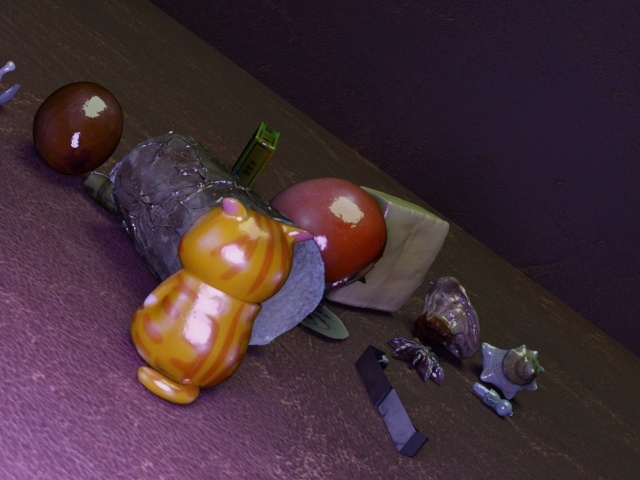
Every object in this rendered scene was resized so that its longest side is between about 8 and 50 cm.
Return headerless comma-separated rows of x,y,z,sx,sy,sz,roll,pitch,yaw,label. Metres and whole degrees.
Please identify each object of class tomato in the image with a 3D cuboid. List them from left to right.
0.000,0.000,1.785,0.256,0.256,0.224,3,58,-64,tomato

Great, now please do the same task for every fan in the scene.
-0.047,0.138,1.739,0.191,0.009,0.329,35,12,10,fan

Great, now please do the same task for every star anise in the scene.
0.202,0.234,1.927,0.141,0.042,0.141,34,14,-9,star anise

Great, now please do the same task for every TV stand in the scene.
0.120,0.269,1.615,0.040,0.049,0.256,29,15,-25,TV stand

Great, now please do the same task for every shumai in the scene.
0.271,0.186,2.110,0.120,0.201,0.201,-17,38,-17,shumai

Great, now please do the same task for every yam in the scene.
-0.177,-0.013,1.512,0.241,0.241,0.348,17,21,-50,yam

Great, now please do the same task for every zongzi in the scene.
-0.355,-0.072,1.671,0.104,0.052,0.113,35,-1,26,zongzi

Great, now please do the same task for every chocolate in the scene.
-0.422,-0.187,1.657,0.177,0.177,0.177,32,14,-9,chocolate

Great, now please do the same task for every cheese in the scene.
0.126,0.025,2.026,0.124,0.242,0.265,33,11,35,cheese

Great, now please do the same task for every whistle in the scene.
0.361,0.333,1.977,0.100,0.035,0.035,38,14,15,whistle

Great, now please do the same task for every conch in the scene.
0.409,0.288,2.116,0.137,0.114,0.234,39,-24,-26,conch

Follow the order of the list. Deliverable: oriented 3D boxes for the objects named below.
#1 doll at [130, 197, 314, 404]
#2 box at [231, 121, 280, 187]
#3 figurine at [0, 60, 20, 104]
-0.144,0.074,1.278,0.167,0.269,0.162,21,4,-40,doll
-0.164,-0.202,2.316,0.064,0.141,0.220,34,13,-7,box
-0.606,-0.289,1.742,0.086,0.094,0.082,-45,120,-48,figurine
